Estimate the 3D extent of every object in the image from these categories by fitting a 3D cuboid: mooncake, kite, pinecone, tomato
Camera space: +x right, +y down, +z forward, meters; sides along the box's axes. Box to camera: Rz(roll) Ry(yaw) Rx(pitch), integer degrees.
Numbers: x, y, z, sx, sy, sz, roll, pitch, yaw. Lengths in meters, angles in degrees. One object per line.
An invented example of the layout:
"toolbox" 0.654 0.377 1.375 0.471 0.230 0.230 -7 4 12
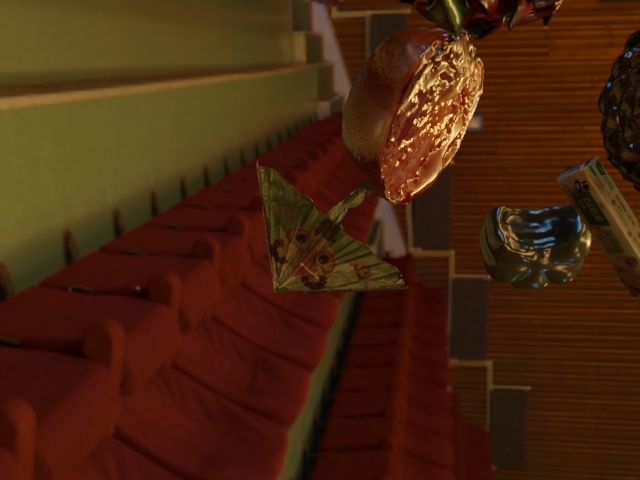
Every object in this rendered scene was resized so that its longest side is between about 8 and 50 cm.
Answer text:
"mooncake" 0.343 0.003 1.322 0.168 0.175 0.104 45 30 -35
"kite" 0.000 0.000 1.367 0.267 0.323 0.013 -51 -178 28
"pinecone" 0.461 -0.161 1.025 0.257 0.244 0.243 -14 105 -74
"tomato" 0.122 -0.213 1.306 0.309 0.170 0.309 -39 145 -35

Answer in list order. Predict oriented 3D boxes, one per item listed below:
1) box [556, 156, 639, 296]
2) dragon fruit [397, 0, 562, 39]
"box" 0.402 -0.016 1.131 0.041 0.050 0.207 -38 97 -33
"dragon fruit" 0.190 -0.345 0.840 0.293 0.234 0.234 -60 174 6
